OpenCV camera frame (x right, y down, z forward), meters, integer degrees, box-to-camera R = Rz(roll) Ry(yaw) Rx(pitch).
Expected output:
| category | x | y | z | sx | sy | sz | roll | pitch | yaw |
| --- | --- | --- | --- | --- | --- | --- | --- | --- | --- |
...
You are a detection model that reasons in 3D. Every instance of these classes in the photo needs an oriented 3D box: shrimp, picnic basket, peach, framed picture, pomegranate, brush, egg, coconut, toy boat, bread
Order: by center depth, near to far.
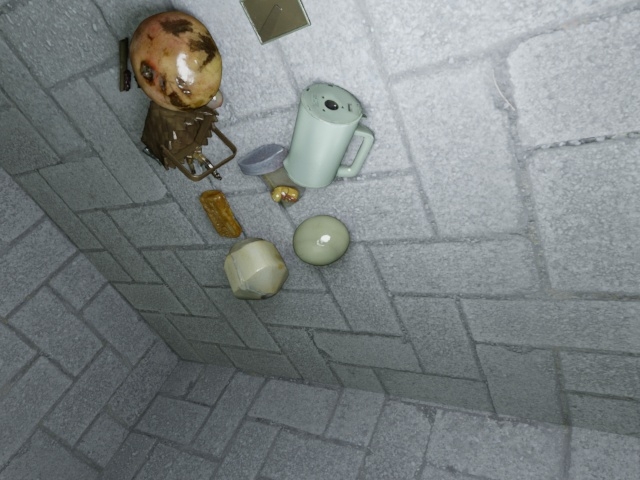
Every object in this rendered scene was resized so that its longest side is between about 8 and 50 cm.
| category | x | y | z | sx | sy | sz | roll | pitch | yaw |
| --- | --- | --- | --- | --- | --- | --- | --- | --- | --- |
| framed picture | -0.142 | -0.711 | 1.390 | 0.203 | 0.015 | 0.150 | -5 | 129 | 35 |
| pomegranate | -0.489 | -0.601 | 1.522 | 0.322 | 0.322 | 0.322 | 17 | 139 | 16 |
| peach | -0.407 | -0.539 | 1.689 | 0.083 | 0.083 | 0.083 | 17 | 139 | 16 |
| picnic basket | -0.518 | -0.398 | 1.766 | 0.321 | 0.254 | 0.291 | 44 | 140 | 0 |
| brush | -0.779 | -0.695 | 1.787 | 0.036 | 0.043 | 0.248 | 26 | 140 | -6 |
| toy boat | -0.166 | -0.273 | 1.815 | 0.293 | 0.111 | 0.276 | 37 | 142 | -28 |
| egg | 0.000 | 0.000 | 1.895 | 0.269 | 0.219 | 0.219 | -24 | 117 | 40 |
| shrimp | -0.536 | -0.323 | 2.028 | 0.195 | 0.035 | 0.148 | 46 | 137 | -7 |
| coconut | -0.312 | 0.155 | 2.170 | 0.323 | 0.323 | 0.323 | 17 | 139 | 16 |
| bread | -0.477 | -0.126 | 2.171 | 0.139 | 0.077 | 0.270 | 1 | 134 | 26 |

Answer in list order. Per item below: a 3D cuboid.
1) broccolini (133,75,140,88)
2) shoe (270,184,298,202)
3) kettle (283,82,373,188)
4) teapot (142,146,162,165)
| category | x | y | z | sx | sy | sz | roll | pitch | yaw |
| --- | --- | --- | --- | --- | --- | --- | --- | --- | --- |
| broccolini | -0.670 | -0.689 | 1.741 | 0.254 | 0.071 | 0.057 | -45 | 59 | 44 |
| shoe | -0.142 | -0.186 | 1.796 | 0.109 | 0.069 | 0.072 | 9 | 146 | -24 |
| kettle | 0.025 | -0.356 | 1.552 | 0.205 | 0.265 | 0.318 | 54 | 147 | 23 |
| teapot | -0.784 | -0.397 | 2.106 | 0.043 | 0.042 | 0.110 | -22 | 120 | 45 |
